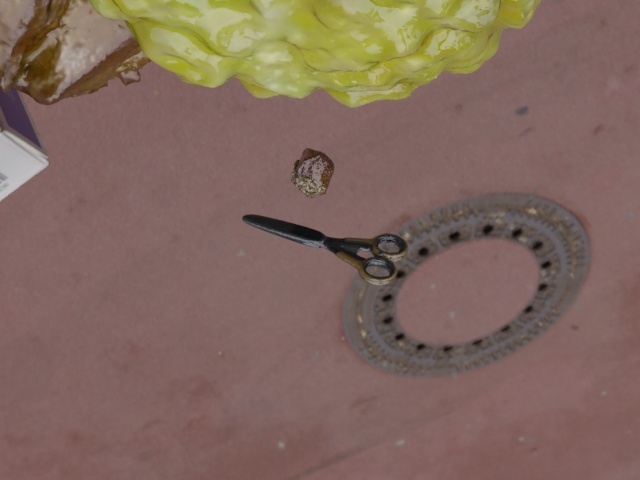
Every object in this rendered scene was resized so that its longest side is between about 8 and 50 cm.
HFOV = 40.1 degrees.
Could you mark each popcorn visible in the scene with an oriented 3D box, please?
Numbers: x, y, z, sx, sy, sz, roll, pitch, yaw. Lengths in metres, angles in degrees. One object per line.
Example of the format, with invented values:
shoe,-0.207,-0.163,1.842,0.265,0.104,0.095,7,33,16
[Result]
popcorn,0.000,-0.189,0.356,0.236,0.252,0.205,15,169,-31

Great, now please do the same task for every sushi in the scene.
sushi,-0.011,-0.082,1.121,0.052,0.120,0.055,32,87,-9

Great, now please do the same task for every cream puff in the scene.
cream puff,-0.210,-0.179,0.575,0.240,0.269,0.155,20,94,-7

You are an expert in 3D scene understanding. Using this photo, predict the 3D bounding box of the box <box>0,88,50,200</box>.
box,-0.409,-0.043,0.752,0.343,0.200,0.065,-35,147,5

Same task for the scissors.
scissors,0.000,0.000,1.122,0.220,0.088,0.017,16,137,14
